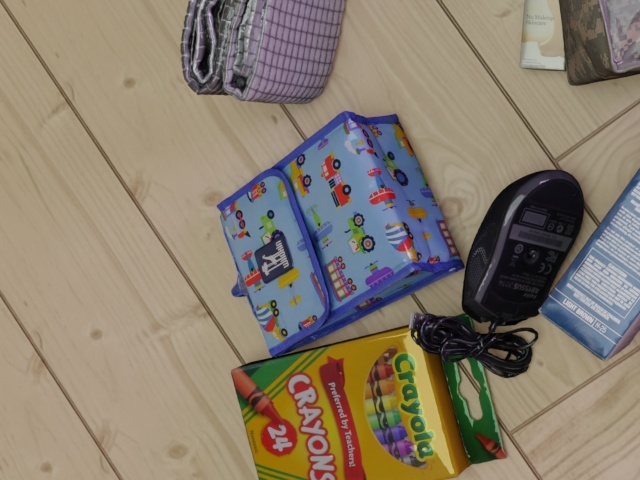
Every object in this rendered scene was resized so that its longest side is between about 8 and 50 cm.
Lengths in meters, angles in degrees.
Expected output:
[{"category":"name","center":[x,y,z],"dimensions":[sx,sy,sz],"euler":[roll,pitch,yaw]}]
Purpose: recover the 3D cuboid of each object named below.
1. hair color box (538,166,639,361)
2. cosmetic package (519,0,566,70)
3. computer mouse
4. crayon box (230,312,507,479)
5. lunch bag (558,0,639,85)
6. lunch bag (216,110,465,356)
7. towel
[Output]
[{"category":"hair color box","center":[0.409,-0.032,1.847],"dimensions":[0.105,0.174,0.347],"euler":[38,104,14]},{"category":"cosmetic package","center":[0.282,-0.268,1.941],"dimensions":[0.060,0.041,0.115],"euler":[4,95,18]},{"category":"computer mouse","center":[0.227,0.027,1.942],"dimensions":[0.272,0.188,0.072],"euler":[-64,33,11]},{"category":"crayon box","center":[0.061,0.224,2.030],"dimensions":[0.318,0.081,0.202],"euler":[-16,88,18]},{"category":"lunch bag","center":[0.355,-0.333,1.797],"dimensions":[0.169,0.235,0.287],"euler":[-10,92,-3]},{"category":"lunch bag","center":[0.000,0.000,2.016],"dimensions":[0.293,0.138,0.221],"euler":[-31,75,30]},{"category":"towel","center":[-0.067,-0.314,1.955],"dimensions":[0.121,0.235,0.284],"euler":[13,98,23]}]
